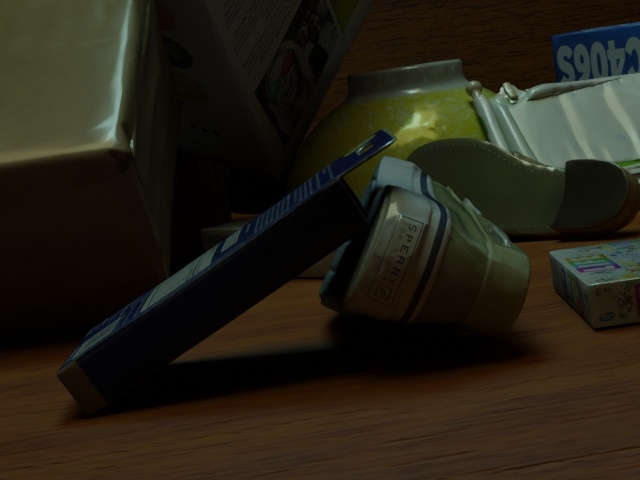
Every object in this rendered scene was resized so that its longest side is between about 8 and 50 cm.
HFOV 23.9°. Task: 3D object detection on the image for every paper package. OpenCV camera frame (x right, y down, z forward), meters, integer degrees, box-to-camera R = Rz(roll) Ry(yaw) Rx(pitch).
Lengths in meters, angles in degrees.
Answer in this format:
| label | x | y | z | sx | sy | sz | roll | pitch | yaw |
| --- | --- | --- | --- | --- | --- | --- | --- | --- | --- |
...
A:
| label | x | y | z | sx | sy | sz | roll | pitch | yaw |
| --- | --- | --- | --- | --- | --- | --- | --- | --- | --- |
| paper package | -0.283 | -0.069 | 1.208 | 0.325 | 0.168 | 0.309 | -8 | 37 | 4 |

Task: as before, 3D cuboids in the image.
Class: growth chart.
| label | x | y | z | sx | sy | sz | roll | pitch | yaw |
| --- | --- | --- | --- | --- | --- | --- | --- | --- | --- |
| growth chart | 0.266 | -0.094 | 1.393 | 0.237 | 0.172 | 0.021 | -5 | -39 | -7 |

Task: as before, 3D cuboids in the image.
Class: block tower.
| label | x | y | z | sx | sy | sz | roll | pitch | yaw |
| --- | --- | --- | --- | --- | --- | --- | --- | --- | --- |
| block tower | -0.177 | -0.023 | 1.507 | 0.091 | 0.097 | 0.335 | -7 | 8 | 16 |

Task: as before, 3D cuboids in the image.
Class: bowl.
| label | x | y | z | sx | sy | sz | roll | pitch | yaw |
| --- | --- | --- | --- | --- | --- | --- | --- | --- | --- |
| bowl | 0.094 | -0.097 | 1.511 | 0.290 | 0.156 | 0.289 | -9 | 6 | 1 |

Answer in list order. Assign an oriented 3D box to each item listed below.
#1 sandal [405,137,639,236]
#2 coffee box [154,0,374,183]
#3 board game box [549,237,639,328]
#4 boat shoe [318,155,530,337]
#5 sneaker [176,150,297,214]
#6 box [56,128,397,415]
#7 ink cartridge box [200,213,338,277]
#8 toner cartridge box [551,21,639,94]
| label | x | y | z | sx | sy | sz | roll | pitch | yaw |
| --- | --- | --- | --- | --- | --- | --- | --- | --- | --- |
| sandal | 0.179 | -0.030 | 1.293 | 0.240 | 0.088 | 0.079 | 8 | -15 | 44 |
| coffee box | -0.146 | -0.321 | 1.502 | 0.338 | 0.338 | 0.334 | 19 | -23 | 21 |
| board game box | 0.202 | 0.021 | 0.920 | 0.103 | 0.026 | 0.154 | -9 | 7 | 1 |
| boat shoe | 0.061 | 0.016 | 0.938 | 0.094 | 0.109 | 0.302 | 24 | 6 | -3 |
| sneaker | -0.141 | -0.130 | 1.750 | 0.331 | 0.146 | 0.122 | 16 | -40 | -33 |
| box | -0.044 | 0.013 | 0.877 | 0.225 | 0.036 | 0.136 | -36 | 6 | 3 |
| ink cartridge box | 0.000 | 0.000 | 1.276 | 0.097 | 0.046 | 0.207 | -15 | 10 | -40 |
| toner cartridge box | 0.374 | -0.163 | 1.681 | 0.075 | 0.165 | 0.348 | -12 | 7 | -16 |
